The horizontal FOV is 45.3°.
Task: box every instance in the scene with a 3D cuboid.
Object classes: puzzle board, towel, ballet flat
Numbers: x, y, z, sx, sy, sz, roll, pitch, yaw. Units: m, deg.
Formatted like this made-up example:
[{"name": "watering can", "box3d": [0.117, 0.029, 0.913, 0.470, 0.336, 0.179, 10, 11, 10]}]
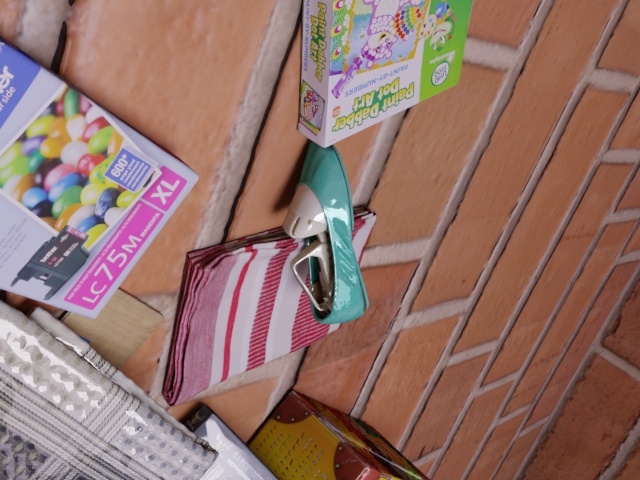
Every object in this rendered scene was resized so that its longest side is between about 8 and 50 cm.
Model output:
[{"name": "puzzle board", "box3d": [-0.243, 0.100, 0.863, 0.096, 0.011, 0.128, -49, 147, -4]}, {"name": "towel", "box3d": [-0.060, 0.084, 1.056, 0.329, 0.037, 0.237, -18, 134, -42]}, {"name": "towel", "box3d": [-0.315, 0.247, 0.779, 0.312, 0.056, 0.324, -46, 121, -6]}, {"name": "ballet flat", "box3d": [0.000, 0.000, 0.958, 0.087, 0.083, 0.247, -23, 115, -26]}]

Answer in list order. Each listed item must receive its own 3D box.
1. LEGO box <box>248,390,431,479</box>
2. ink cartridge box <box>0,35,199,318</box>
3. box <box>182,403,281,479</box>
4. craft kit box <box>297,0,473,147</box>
[{"name": "LEGO box", "box3d": [-0.066, 0.545, 1.333, 0.500, 0.193, 0.372, -51, 147, -2]}, {"name": "ink cartridge box", "box3d": [-0.257, -0.052, 0.658, 0.186, 0.065, 0.311, -54, 146, 0]}, {"name": "box", "box3d": [-0.149, 0.376, 1.079, 0.183, 0.059, 0.232, -44, 108, -12]}, {"name": "craft kit box", "box3d": [0.083, -0.262, 0.894, 0.250, 0.061, 0.246, -30, 143, -31]}]
